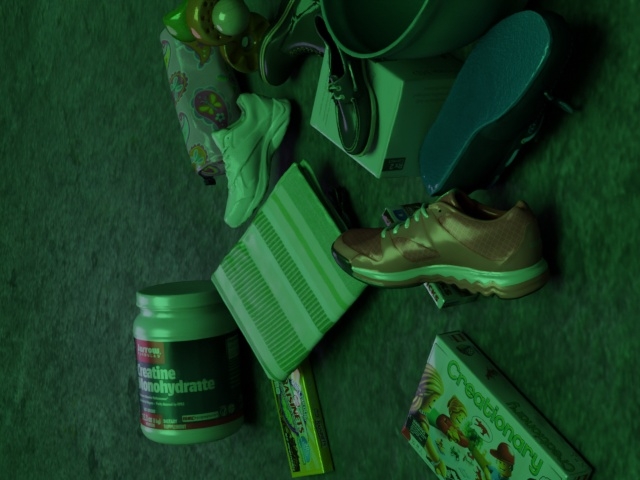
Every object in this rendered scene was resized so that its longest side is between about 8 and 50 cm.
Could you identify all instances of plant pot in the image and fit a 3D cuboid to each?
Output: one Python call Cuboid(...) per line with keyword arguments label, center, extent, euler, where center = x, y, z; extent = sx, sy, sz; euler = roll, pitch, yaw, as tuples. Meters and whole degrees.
Cuboid(label="plant pot", center=(0.156, -0.366, 1.813), extent=(0.293, 0.196, 0.293), euler=(-14, 73, 57))

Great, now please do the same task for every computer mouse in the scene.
Cuboid(label="computer mouse", center=(0.000, 0.000, 2.289), extent=(0.193, 0.042, 0.106), euler=(-40, 69, 46))

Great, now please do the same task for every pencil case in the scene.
Cuboid(label="pencil case", center=(-0.192, -0.247, 2.453), extent=(0.124, 0.124, 0.284), euler=(-34, 70, 54))

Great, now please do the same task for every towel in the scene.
Cuboid(label="towel", center=(-0.050, 0.058, 2.300), extent=(0.248, 0.038, 0.325), euler=(59, 134, 23))

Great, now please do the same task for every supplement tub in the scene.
Cuboid(label="supplement tub", center=(-0.240, 0.220, 2.557), extent=(0.191, 0.191, 0.272), euler=(6, 102, 55))

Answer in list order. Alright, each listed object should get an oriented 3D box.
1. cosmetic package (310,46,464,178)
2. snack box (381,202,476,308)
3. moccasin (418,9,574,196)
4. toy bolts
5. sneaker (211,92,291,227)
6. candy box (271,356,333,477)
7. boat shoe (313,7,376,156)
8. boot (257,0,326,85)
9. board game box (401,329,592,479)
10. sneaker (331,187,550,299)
Cuboid(label="cosmetic package", center=(0.105, -0.196, 1.988), extent=(0.184, 0.151, 0.151), euler=(41, 128, 43))
Cuboid(label="snack box", center=(0.157, 0.020, 2.036), extent=(0.178, 0.064, 0.022), euler=(60, 142, 29))
Cuboid(label="moccasin", center=(0.240, -0.180, 1.832), extent=(0.342, 0.117, 0.137), euler=(129, 137, -53))
Cuboid(label="toy bolts", center=(-0.100, -0.386, 2.264), extent=(0.158, 0.218, 0.228), euler=(18, 76, 50))
Cuboid(label="sneaker", center=(-0.133, -0.139, 2.336), extent=(0.090, 0.115, 0.232), euler=(-158, 85, -77))
Cuboid(label="candy box", center=(-0.035, 0.301, 2.417), extent=(0.105, 0.027, 0.206), euler=(-21, 80, 52))
Cuboid(label="boat shoe", center=(0.026, -0.214, 1.907), extent=(0.075, 0.065, 0.206), euler=(-4, 92, 55))
Cuboid(label="boot", center=(-0.024, -0.300, 2.233), extent=(0.137, 0.077, 0.198), euler=(49, 136, 32))
Cuboid(label="board game box", center=(0.240, 0.295, 1.984), extent=(0.305, 0.053, 0.193), euler=(47, 133, 40))
Cuboid(label="sneaker", center=(0.160, -0.011, 1.910), extent=(0.314, 0.116, 0.136), euler=(5, 113, 27))
